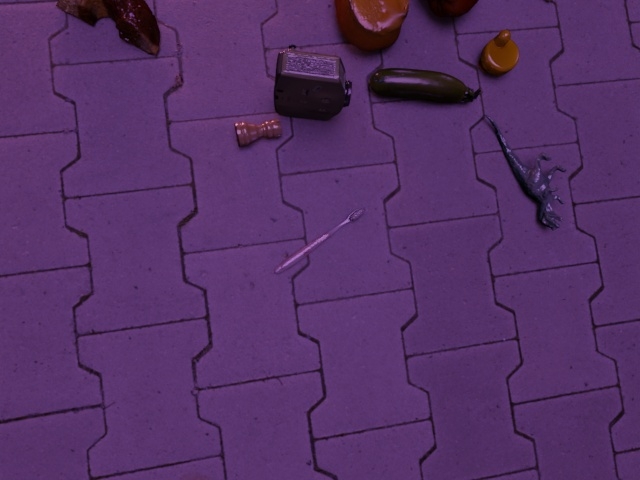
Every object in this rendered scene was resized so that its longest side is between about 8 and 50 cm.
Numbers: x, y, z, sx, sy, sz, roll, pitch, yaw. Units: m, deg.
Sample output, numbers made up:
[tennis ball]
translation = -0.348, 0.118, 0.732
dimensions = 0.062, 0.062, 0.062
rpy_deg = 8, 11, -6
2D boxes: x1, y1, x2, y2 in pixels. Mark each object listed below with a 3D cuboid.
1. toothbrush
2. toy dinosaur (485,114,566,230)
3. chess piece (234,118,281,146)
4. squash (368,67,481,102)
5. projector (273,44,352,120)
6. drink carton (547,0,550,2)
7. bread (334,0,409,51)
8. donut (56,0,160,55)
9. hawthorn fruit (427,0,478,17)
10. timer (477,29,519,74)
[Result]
[toothbrush]
translation = 0.000, 0.000, 1.228
dimensions = 0.307, 0.029, 0.025
rpy_deg = -36, 98, -7
[toy dinosaur]
translation = 0.621, -0.220, 1.286
dimensions = 0.129, 0.076, 0.383
rpy_deg = -27, 82, 17
[chess piece]
translation = -0.169, -0.296, 1.219
dimensions = 0.122, 0.066, 0.066
rpy_deg = -11, 87, -13
[squash]
translation = 0.300, -0.436, 1.267
dimensions = 0.331, 0.087, 0.087
rpy_deg = 6, 85, -7
[projector]
translation = -0.019, -0.388, 1.134
dimensions = 0.193, 0.269, 0.088
rpy_deg = 5, 85, -6
[drink carton]
translation = 0.654, -0.805, 1.345
dimensions = 0.165, 0.056, 0.071
rpy_deg = 36, 80, -2
[bread]
translation = 0.139, -0.664, 1.235
dimensions = 0.195, 0.142, 0.270
rpy_deg = -9, 89, -9
[donut]
translation = -0.545, -0.633, 1.175
dimensions = 0.295, 0.112, 0.151
rpy_deg = 27, 86, -5
[hawthorn fruit]
translation = 0.390, -0.734, 1.252
dimensions = 0.202, 0.185, 0.185
rpy_deg = -33, 90, -11
[timer]
translation = 0.519, -0.535, 1.283
dimensions = 0.107, 0.109, 0.107
rpy_deg = 0, 86, -6
